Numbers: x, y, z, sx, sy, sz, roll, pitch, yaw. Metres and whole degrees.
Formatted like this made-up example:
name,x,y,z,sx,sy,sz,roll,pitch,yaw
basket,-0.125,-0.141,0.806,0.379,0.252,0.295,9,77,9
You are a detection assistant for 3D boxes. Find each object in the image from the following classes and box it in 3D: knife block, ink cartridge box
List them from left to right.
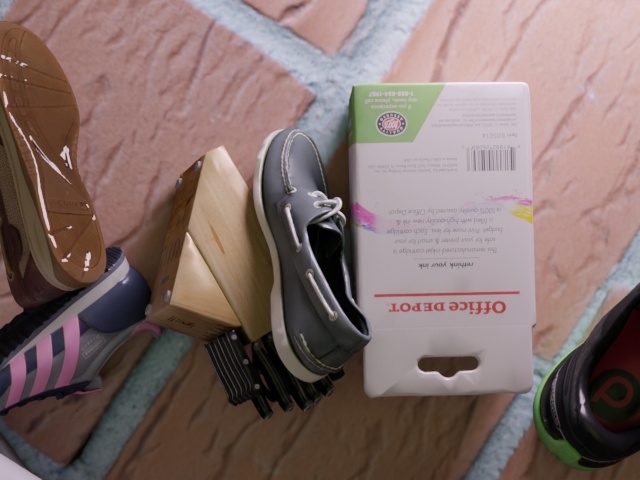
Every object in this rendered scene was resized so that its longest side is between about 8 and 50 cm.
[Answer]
name,x,y,z,sx,sy,sz,roll,pitch,yaw
knife block,-0.067,0.058,1.763,0.242,0.088,0.276,19,68,-21
ink cartridge box,0.137,0.000,1.763,0.207,0.119,0.354,-1,87,-3

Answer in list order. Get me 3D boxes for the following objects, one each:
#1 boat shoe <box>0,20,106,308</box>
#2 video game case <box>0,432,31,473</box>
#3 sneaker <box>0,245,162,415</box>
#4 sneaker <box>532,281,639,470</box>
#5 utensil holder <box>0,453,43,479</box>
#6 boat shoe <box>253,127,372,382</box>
name,x,y,z,sx,sy,sz,roll,pitch,yaw
boat shoe,-0.344,-0.085,1.741,0.123,0.123,0.342,-29,69,30
video game case,-0.498,0.307,1.773,0.300,0.036,0.329,-37,90,-3
sneaker,-0.318,0.152,1.739,0.319,0.112,0.131,-38,116,-7
sneaker,0.440,0.074,1.730,0.185,0.202,0.483,37,87,-1
utensil holder,-0.481,0.306,1.543,0.385,0.327,0.328,25,87,17
boat shoe,0.000,0.000,1.710,0.099,0.116,0.320,-29,52,32
